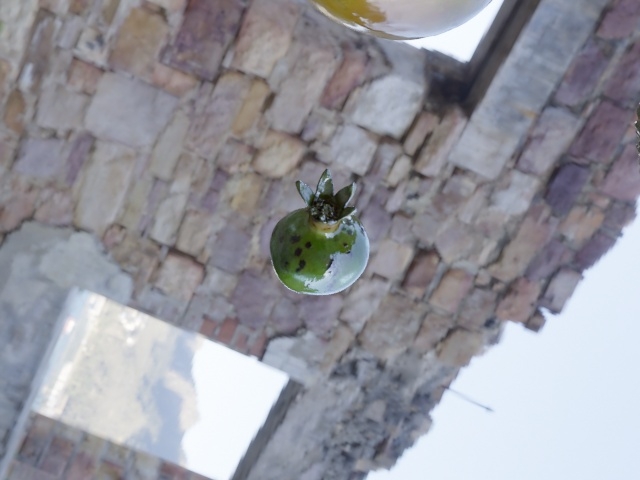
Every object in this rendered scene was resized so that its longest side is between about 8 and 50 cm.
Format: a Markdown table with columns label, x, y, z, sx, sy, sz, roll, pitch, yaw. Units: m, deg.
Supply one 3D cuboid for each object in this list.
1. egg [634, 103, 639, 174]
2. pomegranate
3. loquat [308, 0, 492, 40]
| label | x | y | z | sx | sy | sz | roll | pitch | yaw |
| --- | --- | --- | --- | --- | --- | --- | --- | --- | --- |
| egg | 0.470 | -0.090 | 1.028 | 0.279 | 0.310 | 0.279 | -26 | -139 | 25 |
| pomegranate | 0.001 | -0.013 | 1.513 | 0.156 | 0.156 | 0.220 | -80 | 177 | -61 |
| loquat | 0.079 | -0.338 | 1.011 | 0.263 | 0.263 | 0.263 | -156 | -90 | -82 |
